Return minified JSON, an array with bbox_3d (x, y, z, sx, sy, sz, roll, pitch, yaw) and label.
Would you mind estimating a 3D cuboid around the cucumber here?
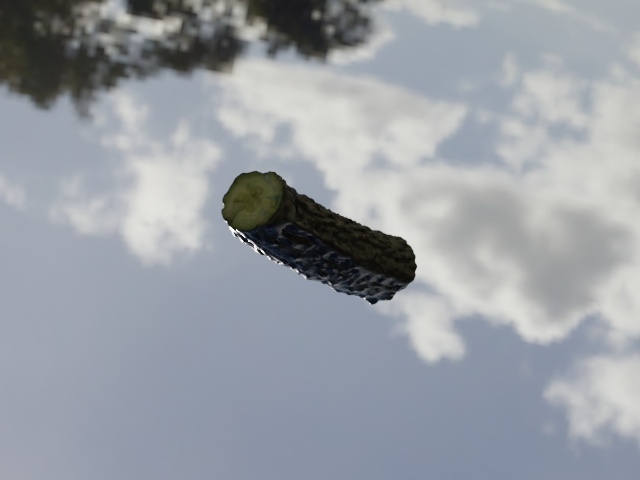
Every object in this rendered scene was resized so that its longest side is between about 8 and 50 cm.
[{"bbox_3d":[0.000,0.001,1.284,0.058,0.058,0.187,21,178,37],"label":"cucumber"}]
